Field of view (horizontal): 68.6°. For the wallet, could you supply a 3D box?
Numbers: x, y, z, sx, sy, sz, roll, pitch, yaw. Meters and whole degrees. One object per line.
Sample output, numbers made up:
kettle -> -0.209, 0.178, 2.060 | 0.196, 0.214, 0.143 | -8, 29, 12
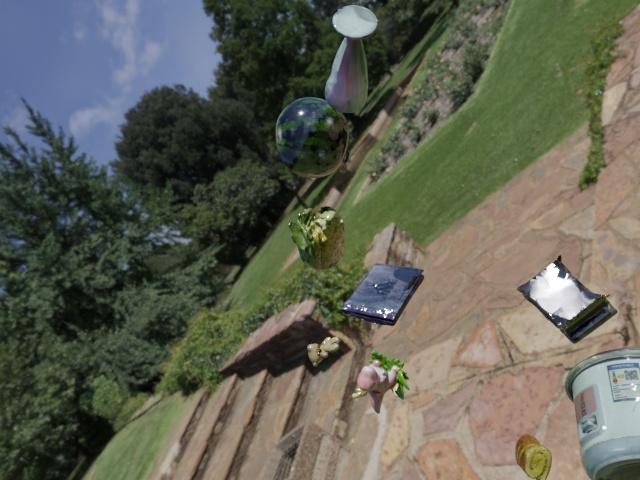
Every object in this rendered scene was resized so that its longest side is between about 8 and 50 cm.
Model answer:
wallet -> 0.122, 0.099, 0.900 | 0.111, 0.030, 0.166 | 7, 32, 31

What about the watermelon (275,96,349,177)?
watermelon -> -0.026, -0.342, 1.552 | 0.269, 0.269, 0.269 | -51, 9, 11

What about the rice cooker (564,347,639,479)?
rice cooker -> 0.661, 0.369, 0.968 | 0.316, 0.264, 0.316 | 16, -90, -84

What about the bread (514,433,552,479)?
bread -> 0.781, 0.801, 1.733 | 0.172, 0.103, 0.132 | 37, -112, -75

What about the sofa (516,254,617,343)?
sofa -> 0.851, 0.213, 1.632 | 0.200, 0.182, 0.258 | -39, 43, 4

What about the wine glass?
wine glass -> 0.043, -0.272, 0.718 | 0.073, 0.073, 0.155 | -55, -13, -19

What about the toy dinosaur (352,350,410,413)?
toy dinosaur -> 0.175, 0.419, 1.361 | 0.177, 0.152, 0.194 | -35, -40, -51

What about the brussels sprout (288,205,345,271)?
brussels sprout -> -0.002, 0.000, 1.039 | 0.181, 0.100, 0.139 | 55, -134, -69

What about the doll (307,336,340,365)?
doll -> 0.012, 0.265, 1.133 | 0.093, 0.051, 0.061 | -16, 29, 23
